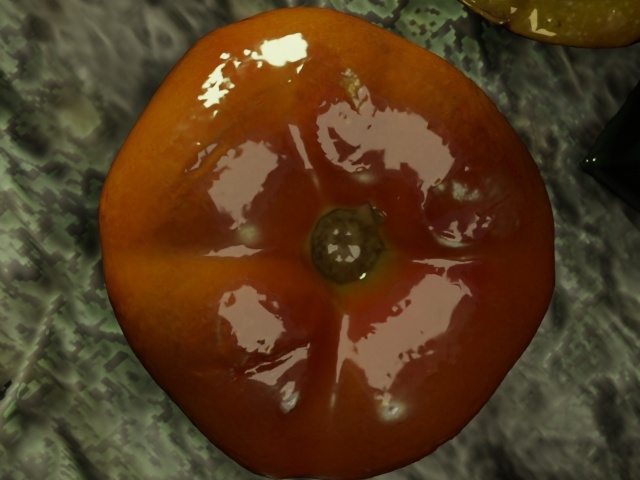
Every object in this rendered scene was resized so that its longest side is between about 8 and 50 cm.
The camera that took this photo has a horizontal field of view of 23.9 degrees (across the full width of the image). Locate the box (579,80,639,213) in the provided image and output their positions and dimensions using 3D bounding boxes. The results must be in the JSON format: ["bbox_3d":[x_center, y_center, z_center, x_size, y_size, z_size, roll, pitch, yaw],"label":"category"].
[{"bbox_3d":[0.382,-0.045,0.910,0.345,0.204,0.251,37,83,-7],"label":"box"}]

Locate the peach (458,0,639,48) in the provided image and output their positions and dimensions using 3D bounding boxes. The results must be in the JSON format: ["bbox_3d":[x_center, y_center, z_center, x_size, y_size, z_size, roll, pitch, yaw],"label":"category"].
[{"bbox_3d":[0.153,-0.250,0.848,0.245,0.249,0.274,-49,116,-29],"label":"peach"}]

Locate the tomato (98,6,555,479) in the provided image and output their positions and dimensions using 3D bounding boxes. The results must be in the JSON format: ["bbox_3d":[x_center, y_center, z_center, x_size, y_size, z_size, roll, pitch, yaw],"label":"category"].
[{"bbox_3d":[-0.002,0.004,0.838,0.260,0.180,0.259,0,90,-11],"label":"tomato"}]
